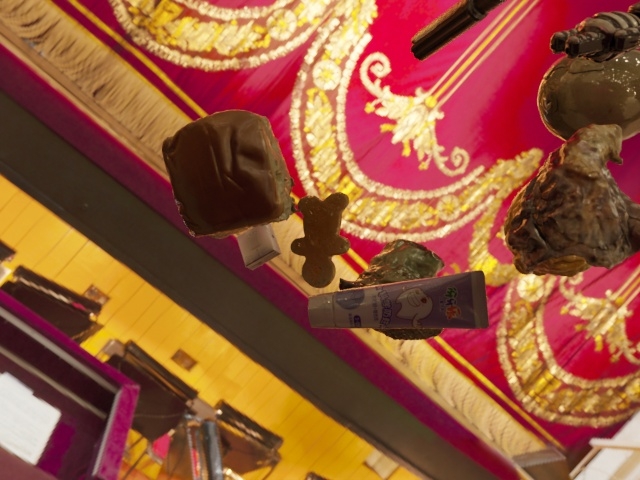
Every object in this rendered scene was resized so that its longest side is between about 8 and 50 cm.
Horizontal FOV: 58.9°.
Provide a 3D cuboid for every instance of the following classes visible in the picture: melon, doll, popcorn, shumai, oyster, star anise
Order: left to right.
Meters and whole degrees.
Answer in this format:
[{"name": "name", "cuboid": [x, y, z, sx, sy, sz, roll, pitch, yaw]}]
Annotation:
[{"name": "star anise", "cuboid": [0.143, 0.201, 1.798, 0.231, 0.089, 0.209, 45, 26, 15]}, {"name": "shumai", "cuboid": [0.295, 0.164, 2.083, 0.398, 0.323, 0.324, 4, -33, 35]}, {"name": "popcorn", "cuboid": [0.761, -0.059, 1.835, 0.354, 0.345, 0.390, -106, 169, -53]}, {"name": "oyster", "cuboid": [0.444, -0.072, 0.969, 0.100, 0.276, 0.270, 81, -9, -62]}, {"name": "melon", "cuboid": [0.723, -0.374, 1.485, 0.268, 0.331, 0.268, 171, -90, -67]}, {"name": "doll", "cuboid": [0.399, -0.268, 0.715, 0.091, 0.220, 0.067, -121, -159, -60]}]

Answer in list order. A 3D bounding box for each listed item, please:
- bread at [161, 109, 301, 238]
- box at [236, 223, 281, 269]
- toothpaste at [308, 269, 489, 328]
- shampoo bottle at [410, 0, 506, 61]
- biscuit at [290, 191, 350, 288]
[{"name": "bread", "cuboid": [-0.204, -0.144, 1.281, 0.225, 0.251, 0.278, -57, 132, -75]}, {"name": "box", "cuboid": [-0.222, 0.017, 2.029, 0.051, 0.130, 0.129, 36, 29, -59]}, {"name": "toothpaste", "cuboid": [0.162, 0.137, 1.205, 0.080, 0.372, 0.125, -39, 124, -80]}, {"name": "shampoo bottle", "cuboid": [0.399, -0.641, 1.648, 0.084, 0.129, 0.323, 42, -29, -17]}, {"name": "biscuit", "cuboid": [0.000, 0.000, 1.382, 0.153, 0.234, 0.030, -4, -9, 24]}]
